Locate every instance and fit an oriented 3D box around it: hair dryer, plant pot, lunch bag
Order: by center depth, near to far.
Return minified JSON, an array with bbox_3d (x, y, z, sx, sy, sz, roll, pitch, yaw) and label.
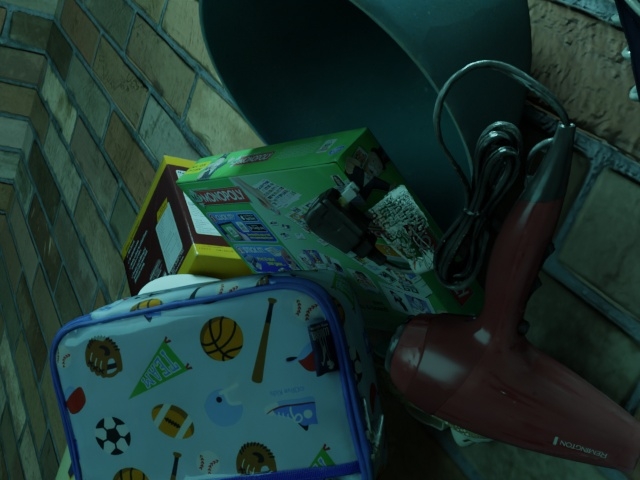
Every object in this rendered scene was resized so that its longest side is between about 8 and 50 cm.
[{"bbox_3d":[0.121,0.048,0.569,0.293,0.080,0.223,53,136,-3],"label":"hair dryer"},{"bbox_3d":[0.068,-0.170,0.711,0.195,0.290,0.290,-47,26,-21],"label":"plant pot"},{"bbox_3d":[-0.086,0.158,0.759,0.303,0.115,0.243,-10,92,15],"label":"lunch bag"}]

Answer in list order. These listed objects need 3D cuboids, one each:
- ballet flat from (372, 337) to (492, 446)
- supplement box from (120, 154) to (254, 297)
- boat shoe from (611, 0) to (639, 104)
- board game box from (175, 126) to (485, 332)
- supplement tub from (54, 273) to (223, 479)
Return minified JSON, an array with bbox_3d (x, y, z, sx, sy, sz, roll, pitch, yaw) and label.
[{"bbox_3d":[0.119,0.141,0.726,0.206,0.073,0.067,19,124,60],"label":"ballet flat"},{"bbox_3d":[-0.167,0.025,1.118,0.191,0.129,0.194,-58,40,33],"label":"supplement box"},{"bbox_3d":[0.232,-0.161,0.556,0.341,0.127,0.158,-108,17,-52],"label":"boat shoe"},{"bbox_3d":[0.000,0.000,0.807,0.046,0.213,0.317,-48,24,-23],"label":"board game box"},{"bbox_3d":[-0.171,0.228,0.981,0.235,0.235,0.325,53,127,48],"label":"supplement tub"}]
